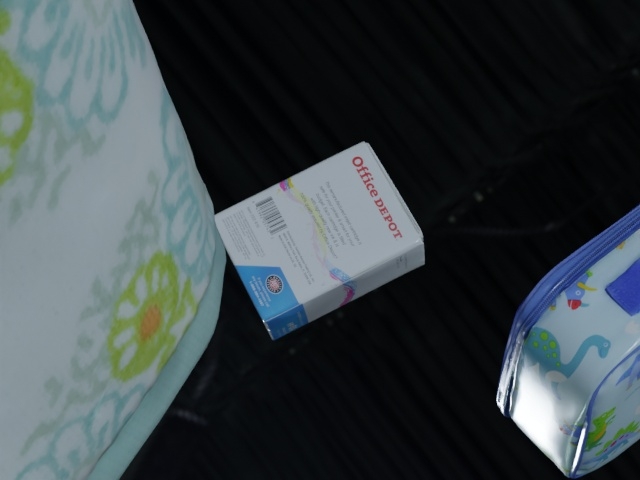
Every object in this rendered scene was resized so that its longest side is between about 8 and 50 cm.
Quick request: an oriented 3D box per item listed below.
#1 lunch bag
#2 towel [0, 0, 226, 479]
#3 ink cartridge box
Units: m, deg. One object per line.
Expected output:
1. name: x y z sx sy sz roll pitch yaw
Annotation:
1. lunch bag: 0.215 0.038 0.887 0.219 0.090 0.176 -36 155 -17
2. towel: -0.160 0.059 0.325 0.374 0.090 0.320 -57 161 -22
3. ink cartridge box: 0.000 0.000 0.971 0.122 0.088 0.052 -27 158 -3
